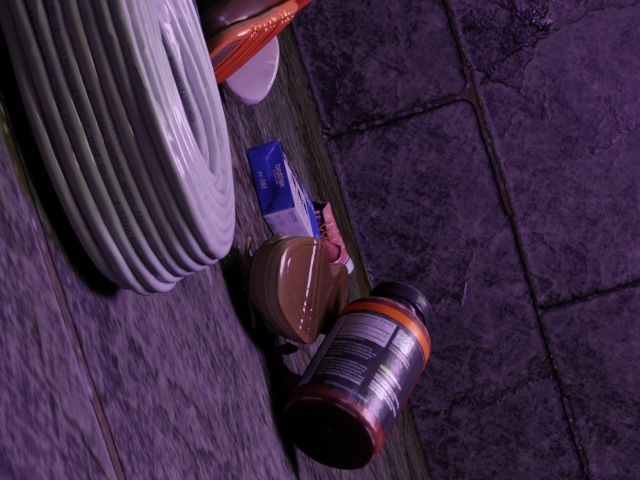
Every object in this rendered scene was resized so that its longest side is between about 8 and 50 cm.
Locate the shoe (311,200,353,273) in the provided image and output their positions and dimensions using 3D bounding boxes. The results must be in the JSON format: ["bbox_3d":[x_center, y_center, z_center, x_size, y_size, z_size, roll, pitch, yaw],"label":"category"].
[{"bbox_3d":[0.000,0.000,2.283,0.178,0.063,0.081,-110,180,-72],"label":"shoe"}]

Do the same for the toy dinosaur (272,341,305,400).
[{"bbox_3d":[-0.023,0.147,1.617,0.082,0.047,0.090,50,26,-26],"label":"toy dinosaur"}]

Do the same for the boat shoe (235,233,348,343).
[{"bbox_3d":[-0.037,0.051,1.601,0.285,0.089,0.105,43,56,-76],"label":"boat shoe"}]

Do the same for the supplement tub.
[{"bbox_3d":[0.046,0.129,1.593,0.198,0.106,0.106,-56,137,-43],"label":"supplement tub"}]

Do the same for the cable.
[{"bbox_3d":[-0.121,-0.093,0.993,0.257,0.089,0.257,63,11,-66],"label":"cable"}]

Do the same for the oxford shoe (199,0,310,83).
[{"bbox_3d":[-0.100,-0.271,1.745,0.133,0.130,0.364,48,22,-8],"label":"oxford shoe"}]

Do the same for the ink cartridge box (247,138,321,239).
[{"bbox_3d":[-0.040,-0.039,2.019,0.207,0.046,0.097,63,12,-66],"label":"ink cartridge box"}]

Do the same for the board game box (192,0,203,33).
[{"bbox_3d":[-0.162,-0.283,1.483,0.165,0.042,0.243,66,8,-57],"label":"board game box"}]

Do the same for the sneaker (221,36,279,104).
[{"bbox_3d":[-0.101,-0.245,1.934,0.094,0.080,0.212,105,-24,-61],"label":"sneaker"}]
